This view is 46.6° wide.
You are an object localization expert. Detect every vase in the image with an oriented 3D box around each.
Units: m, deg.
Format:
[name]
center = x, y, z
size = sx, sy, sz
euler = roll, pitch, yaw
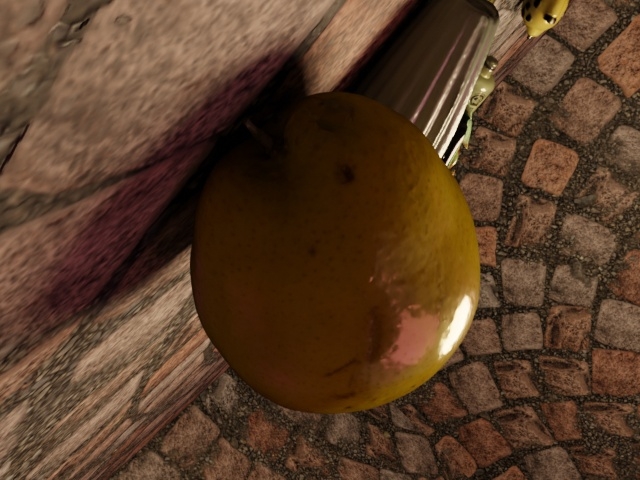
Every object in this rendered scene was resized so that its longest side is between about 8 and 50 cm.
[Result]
[vase]
center = 0.102, -0.158, 0.818
size = 0.248, 0.128, 0.128
euler = -58, 170, 32

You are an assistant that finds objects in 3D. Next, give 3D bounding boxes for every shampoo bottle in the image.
[shampoo bottle]
center = 0.310, -0.316, 1.537
size = 0.079, 0.079, 0.162
euler = -42, 174, -45

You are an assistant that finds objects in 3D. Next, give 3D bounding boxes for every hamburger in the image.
[hamburger]
center = 0.215, -0.203, 1.380
size = 0.214, 0.125, 0.235
euler = -57, 159, -59

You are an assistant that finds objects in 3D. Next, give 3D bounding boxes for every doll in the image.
[doll]
center = 0.468, -0.498, 1.367
size = 0.291, 0.086, 0.117
euler = -53, -148, 44

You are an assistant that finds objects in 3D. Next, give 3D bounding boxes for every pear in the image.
[pear]
center = 0.013, 0.006, 0.705
size = 0.285, 0.285, 0.336
euler = -41, 138, -46

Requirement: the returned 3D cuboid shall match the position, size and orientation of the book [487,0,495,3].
[book]
center = 0.174, -0.285, 0.920
size = 0.228, 0.024, 0.160
euler = -41, 171, -44
